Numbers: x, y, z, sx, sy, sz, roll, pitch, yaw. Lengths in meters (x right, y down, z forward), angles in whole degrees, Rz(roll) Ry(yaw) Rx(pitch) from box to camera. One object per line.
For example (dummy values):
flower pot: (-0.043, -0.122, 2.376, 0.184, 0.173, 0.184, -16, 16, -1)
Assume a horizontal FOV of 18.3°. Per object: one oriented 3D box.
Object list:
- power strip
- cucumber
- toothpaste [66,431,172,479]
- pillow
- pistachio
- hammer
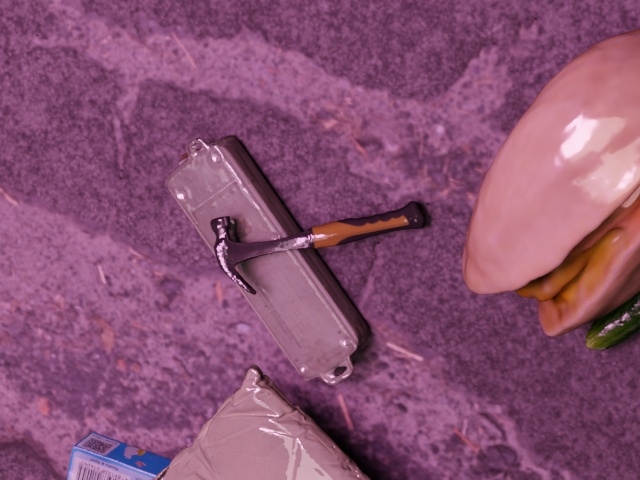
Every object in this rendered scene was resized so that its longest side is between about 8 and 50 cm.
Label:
power strip: (-0.049, 0.018, 1.927, 0.078, 0.052, 0.272, -34, 93, 24)
cucumber: (0.303, 0.051, 1.822, 0.037, 0.037, 0.155, 48, 116, 1)
toothpaste: (-0.131, 0.271, 2.028, 0.266, 0.050, 0.065, 18, 108, 14)
pillow: (-0.043, 0.298, 1.939, 0.274, 0.076, 0.281, 44, 120, 5)
pistachio: (0.243, -0.057, 1.748, 0.187, 0.187, 0.299, 42, 120, 4)
hammer: (0.000, 0.000, 1.881, 0.201, 0.021, 0.078, -11, 92, -1)
